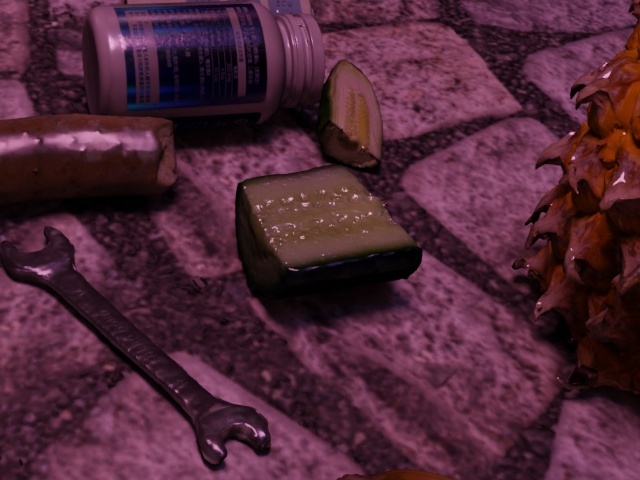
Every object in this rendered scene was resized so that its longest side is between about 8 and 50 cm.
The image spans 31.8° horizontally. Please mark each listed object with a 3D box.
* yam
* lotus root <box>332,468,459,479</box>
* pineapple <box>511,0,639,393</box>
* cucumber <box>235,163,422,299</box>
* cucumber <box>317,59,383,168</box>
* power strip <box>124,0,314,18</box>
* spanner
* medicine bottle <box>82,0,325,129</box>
[{"bbox_3d":[-0.264,-0.058,0.849,0.317,0.071,0.067,-4,7,-17],"label":"yam"},{"bbox_3d":[0.112,0.231,0.611,0.303,0.131,0.146,31,70,18],"label":"lotus root"},{"bbox_3d":[0.332,-0.025,0.809,0.352,0.300,0.352,5,51,-6],"label":"pineapple"},{"bbox_3d":[0.000,0.000,0.860,0.115,0.062,0.116,-8,41,-23],"label":"cucumber"},{"bbox_3d":[0.022,-0.113,0.993,0.067,0.035,0.107,33,39,-25],"label":"cucumber"},{"bbox_3d":[-0.098,-0.227,1.074,0.192,0.035,0.081,0,56,-13],"label":"power strip"},{"bbox_3d":[-0.134,0.070,0.790,0.254,0.015,0.054,38,49,23],"label":"spanner"},{"bbox_3d":[-0.098,-0.148,0.949,0.191,0.107,0.107,-6,48,-19],"label":"medicine bottle"}]
